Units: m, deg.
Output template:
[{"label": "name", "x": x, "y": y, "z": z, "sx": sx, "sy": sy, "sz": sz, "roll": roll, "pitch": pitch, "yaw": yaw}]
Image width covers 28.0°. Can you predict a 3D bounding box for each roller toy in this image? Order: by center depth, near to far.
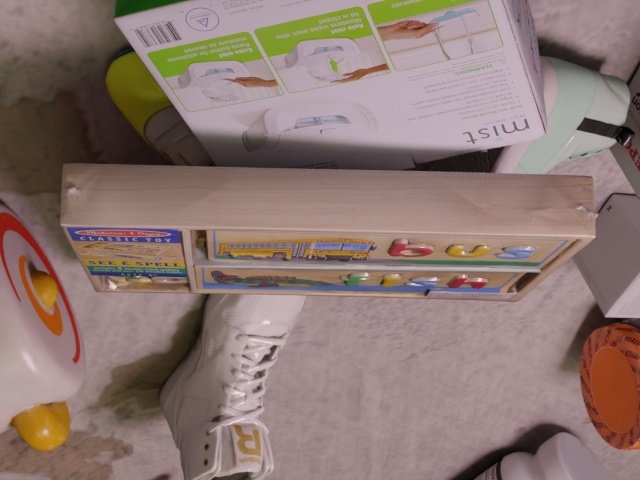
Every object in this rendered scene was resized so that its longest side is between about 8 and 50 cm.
[{"label": "roller toy", "x": -0.290, "y": 0.069, "z": 1.087, "sx": 0.146, "sy": 0.209, "sz": 0.191, "roll": -25, "pitch": 137, "yaw": 3}]

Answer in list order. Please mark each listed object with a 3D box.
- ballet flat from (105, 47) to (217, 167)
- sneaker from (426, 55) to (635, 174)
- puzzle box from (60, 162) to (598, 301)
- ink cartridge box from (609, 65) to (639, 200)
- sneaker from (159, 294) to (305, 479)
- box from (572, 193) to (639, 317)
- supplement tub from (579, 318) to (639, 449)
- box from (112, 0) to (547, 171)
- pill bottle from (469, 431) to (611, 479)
[{"label": "ballet flat", "x": -0.095, "y": -0.080, "z": 1.099, "sx": 0.077, "sy": 0.077, "sz": 0.231, "roll": -31, "pitch": 142, "yaw": 13}, {"label": "sneaker", "x": 0.200, "y": -0.066, "z": 1.249, "sx": 0.151, "sy": 0.094, "sz": 0.256, "roll": 3, "pitch": 138, "yaw": -33}, {"label": "puzzle box", "x": 0.000, "y": 0.000, "z": 1.087, "sx": 0.409, "sy": 0.052, "sz": 0.272, "roll": 1, "pitch": 166, "yaw": -3}, {"label": "ink cartridge box", "x": 0.395, "y": -0.127, "z": 1.181, "sx": 0.114, "sy": 0.197, "sz": 0.273, "roll": -2, "pitch": 138, "yaw": -22}, {"label": "sneaker", "x": -0.072, "y": 0.154, "z": 1.325, "sx": 0.108, "sy": 0.169, "sz": 0.292, "roll": 5, "pitch": 134, "yaw": -28}, {"label": "box", "x": 0.352, "y": 0.019, "z": 1.419, "sx": 0.087, "sy": 0.101, "sz": 0.102, "roll": 4, "pitch": 136, "yaw": -29}, {"label": "supplement tub", "x": 0.497, "y": 0.161, "z": 1.591, "sx": 0.316, "sy": 0.193, "sz": 0.193, "roll": -6, "pitch": 140, "yaw": -19}, {"label": "box", "x": 0.017, "y": -0.160, "z": 0.953, "sx": 0.262, "sy": 0.126, "sz": 0.231, "roll": -11, "pitch": 146, "yaw": 17}, {"label": "pill bottle", "x": 0.267, "y": 0.396, "z": 1.793, "sx": 0.278, "sy": 0.162, "sz": 0.162, "roll": -40, "pitch": 139, "yaw": 23}]
